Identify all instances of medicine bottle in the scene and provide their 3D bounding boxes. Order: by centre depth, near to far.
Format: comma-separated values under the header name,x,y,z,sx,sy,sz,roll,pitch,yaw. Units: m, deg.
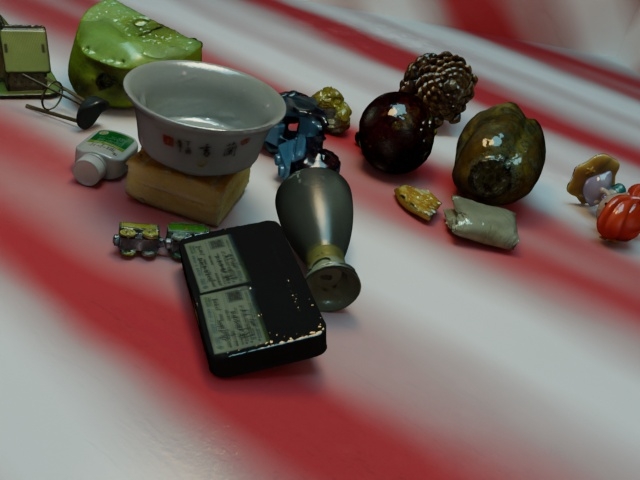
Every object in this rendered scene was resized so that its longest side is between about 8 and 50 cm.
name,x,y,z,sx,sy,sz,roll,pitch,yaw
medicine bottle,-0.508,-0.193,1.781,0.119,0.069,0.183,18,32,2

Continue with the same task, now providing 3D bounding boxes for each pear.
name,x,y,z,sx,sy,sz,roll,pitch,yaw
pear,-0.544,-0.478,2.101,0.342,0.238,0.318,29,45,14

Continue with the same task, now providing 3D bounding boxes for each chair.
name,x,y,z,sx,sy,sz,roll,pitch,yaw
chair,-0.656,-0.352,1.960,0.222,0.095,0.104,21,16,12

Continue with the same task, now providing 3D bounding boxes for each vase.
name,x,y,z,sx,sy,sz,roll,pitch,yaw
vase,0.000,0.000,1.596,0.173,0.173,0.321,6,38,-13

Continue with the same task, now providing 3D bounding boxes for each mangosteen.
name,x,y,z,sx,sy,sz,roll,pitch,yaw
mangosteen,0.183,-0.294,2.126,0.231,0.231,0.289,-16,10,-41

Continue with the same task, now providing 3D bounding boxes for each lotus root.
name,x,y,z,sx,sy,sz,roll,pitch,yaw
lotus root,0.483,-0.223,2.083,0.251,0.250,0.346,20,31,10

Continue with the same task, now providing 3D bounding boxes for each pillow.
name,x,y,z,sx,sy,sz,roll,pitch,yaw
pillow,0.405,-0.039,1.899,0.181,0.077,0.134,13,33,-8

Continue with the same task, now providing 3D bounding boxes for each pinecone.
name,x,y,z,sx,sy,sz,roll,pitch,yaw
pinecone,0.376,-0.491,2.483,0.264,0.264,0.264,10,30,-6

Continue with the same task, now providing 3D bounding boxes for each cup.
name,x,y,z,sx,sy,sz,roll,pitch,yaw
cup,-0.259,-0.251,1.665,0.347,0.163,0.347,11,33,-7

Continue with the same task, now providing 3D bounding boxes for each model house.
name,x,y,z,sx,sy,sz,roll,pitch,yaw
model house,-0.811,-0.538,2.028,0.218,0.278,0.205,-8,38,-30

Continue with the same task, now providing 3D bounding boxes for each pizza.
name,x,y,z,sx,sy,sz,roll,pitch,yaw
pizza,0.254,-0.096,1.969,0.099,0.035,0.160,-7,37,-30

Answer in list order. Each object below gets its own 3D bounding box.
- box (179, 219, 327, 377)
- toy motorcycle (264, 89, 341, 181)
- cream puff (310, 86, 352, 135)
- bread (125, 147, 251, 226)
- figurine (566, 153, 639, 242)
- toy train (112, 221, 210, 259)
name,x,y,z,sx,sy,sz,roll,pitch,yaw
box,-0.133,0.095,1.409,0.211,0.058,0.350,-12,41,-12
toy motorcycle,-0.095,-0.277,2.024,0.232,0.172,0.416,-3,42,-16
cream puff,0.028,-0.392,2.272,0.156,0.156,0.121,20,49,11
bread,-0.299,-0.158,1.766,0.239,0.111,0.246,18,30,6
figurine,0.816,-0.103,2.089,0.208,0.181,0.257,31,27,-32
toy train,-0.318,-0.002,1.553,0.202,0.060,0.081,4,24,-18
